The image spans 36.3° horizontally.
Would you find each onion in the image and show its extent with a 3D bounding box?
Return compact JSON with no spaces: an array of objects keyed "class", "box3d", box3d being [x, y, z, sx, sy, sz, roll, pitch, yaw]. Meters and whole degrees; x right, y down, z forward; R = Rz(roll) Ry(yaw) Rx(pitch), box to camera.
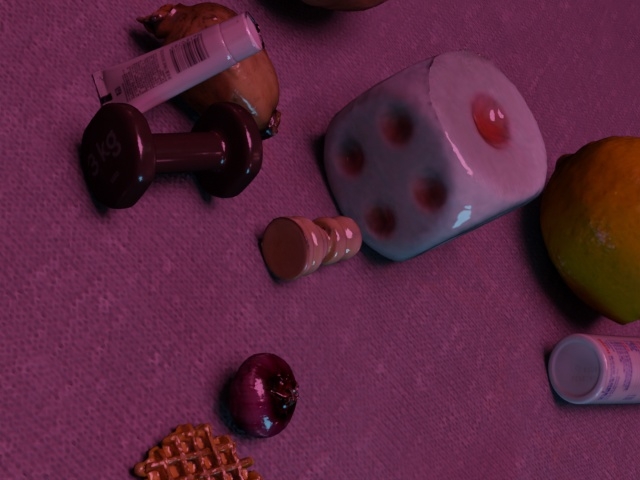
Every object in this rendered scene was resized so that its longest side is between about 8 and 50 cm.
[{"class":"onion","box3d":[-0.070,0.205,1.298,0.115,0.104,0.115,13,73,-51]}]

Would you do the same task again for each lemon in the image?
[{"class":"lemon","box3d":[0.583,-0.041,1.875,0.364,0.364,0.364,21,56,-34]}]

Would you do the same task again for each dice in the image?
[{"class":"dice","box3d":[0.186,-0.134,1.595,0.264,0.262,0.268,-22,83,-46]}]

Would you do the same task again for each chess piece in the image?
[{"class":"chess piece","box3d":[0.000,0.000,1.481,0.170,0.094,0.094,-13,78,-49]}]

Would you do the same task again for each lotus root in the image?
[{"class":"lotus root","box3d":[-0.146,-0.260,1.441,0.257,0.140,0.154,46,35,-25]}]

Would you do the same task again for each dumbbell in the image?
[{"class":"dumbbell","box3d":[-0.198,-0.118,1.320,0.225,0.140,0.124,-8,64,-45]}]

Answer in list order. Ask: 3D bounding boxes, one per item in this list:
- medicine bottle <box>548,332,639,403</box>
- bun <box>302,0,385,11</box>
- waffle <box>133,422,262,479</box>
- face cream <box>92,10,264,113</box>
[{"class":"medicine bottle","box3d":[0.587,0.246,1.862,0.340,0.130,0.130,6,65,-40]},{"class":"bun","box3d":[-0.007,-0.539,1.671,0.364,0.202,0.364,25,47,-30]},{"class":"waffle","box3d":[-0.147,0.320,1.213,0.191,0.038,0.191,21,55,-34]},{"class":"face cream","box3d":[-0.195,-0.236,1.332,0.058,0.243,0.092,27,43,-73]}]
